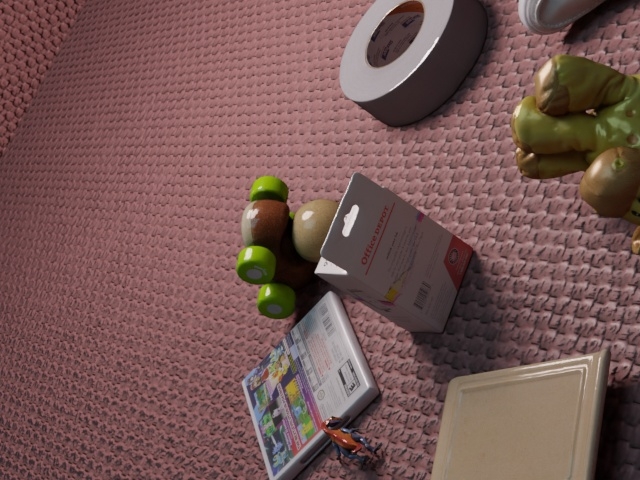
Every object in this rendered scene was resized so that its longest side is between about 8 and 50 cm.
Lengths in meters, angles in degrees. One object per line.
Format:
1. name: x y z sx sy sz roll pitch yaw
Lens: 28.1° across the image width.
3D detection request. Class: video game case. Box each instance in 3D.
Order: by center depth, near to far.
1. video game case: -0.017 0.186 1.624 0.183 0.023 0.201 -47 34 17

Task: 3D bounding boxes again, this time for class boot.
1. boot: 0.347 -0.331 1.508 0.258 0.095 0.123 -46 26 15

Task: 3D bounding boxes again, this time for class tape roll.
1. tape roll: 0.127 -0.269 1.785 0.219 0.072 0.219 -34 39 32

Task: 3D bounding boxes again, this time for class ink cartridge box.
1. ink cartridge box: 0.073 0.014 1.482 0.067 0.198 0.115 -1 61 54

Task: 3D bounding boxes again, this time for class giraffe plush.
1. giraffe plush: 0.313 -0.082 1.309 0.210 0.181 0.170 -13 54 4

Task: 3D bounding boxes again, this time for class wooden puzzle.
1. wooden puzzle: 0.194 0.229 1.280 0.239 0.044 0.221 -22 46 50

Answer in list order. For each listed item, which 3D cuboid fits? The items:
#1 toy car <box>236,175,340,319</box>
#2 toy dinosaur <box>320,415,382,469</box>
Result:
1. toy car: 0.000 0.000 1.703 0.188 0.149 0.155 -8 48 18
2. toy dinosaur: 0.030 0.226 1.483 0.082 0.090 0.047 32 71 28
